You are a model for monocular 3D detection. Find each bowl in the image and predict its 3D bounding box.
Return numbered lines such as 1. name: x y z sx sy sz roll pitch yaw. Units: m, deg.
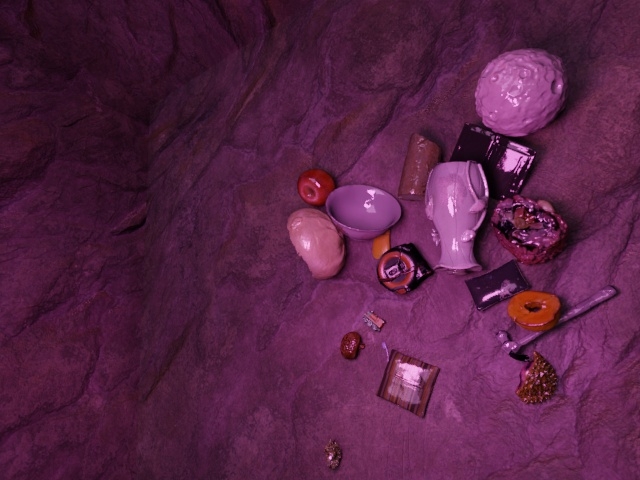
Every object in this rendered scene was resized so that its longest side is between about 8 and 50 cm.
1. bowl: 0.189 -0.101 1.942 0.345 0.346 0.157 45 145 34

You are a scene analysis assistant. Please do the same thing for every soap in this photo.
1. soap: 0.284 0.005 1.956 0.089 0.033 0.168 -7 70 31

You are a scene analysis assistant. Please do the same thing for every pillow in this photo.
1. pillow: 0.354 0.581 1.719 0.212 0.052 0.208 17 84 30
2. pillow: 0.684 0.175 1.633 0.208 0.055 0.141 -29 55 22

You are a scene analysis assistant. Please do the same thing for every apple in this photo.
1. apple: -0.017 -0.274 2.140 0.201 0.201 0.162 -1 31 33

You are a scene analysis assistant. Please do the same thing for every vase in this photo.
1. vase: 0.549 -0.085 1.685 0.250 0.250 0.444 -2 81 32

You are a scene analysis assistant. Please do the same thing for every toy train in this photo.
1. toy train: 0.237 0.359 1.874 0.103 0.044 0.064 38 94 33

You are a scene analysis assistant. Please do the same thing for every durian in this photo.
1. durian: 0.754 0.492 1.457 0.119 0.108 0.186 27 91 36

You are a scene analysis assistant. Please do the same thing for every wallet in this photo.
1. wallet: 0.693 -0.320 1.729 0.323 0.041 0.247 32 120 30

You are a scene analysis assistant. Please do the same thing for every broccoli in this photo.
1. broccoli: 0.051 0.915 1.795 0.095 0.092 0.097 39 80 22

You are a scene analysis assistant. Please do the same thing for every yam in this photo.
1. yam: 0.447 -0.323 1.875 0.168 0.168 0.304 10 82 35

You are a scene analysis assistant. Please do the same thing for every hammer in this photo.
1. hammer: 0.839 0.281 1.491 0.427 0.044 0.152 -37 28 11

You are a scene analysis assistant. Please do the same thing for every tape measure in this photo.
1. tape measure: 0.351 0.124 1.815 0.223 0.135 0.202 -40 67 23

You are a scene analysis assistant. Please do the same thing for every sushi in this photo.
1. sushi: 0.781 -0.056 1.572 0.236 0.171 0.270 -44 52 15

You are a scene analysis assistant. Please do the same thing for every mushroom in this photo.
1. mushroom: 0.135 0.470 1.878 0.109 0.085 0.126 4 73 34

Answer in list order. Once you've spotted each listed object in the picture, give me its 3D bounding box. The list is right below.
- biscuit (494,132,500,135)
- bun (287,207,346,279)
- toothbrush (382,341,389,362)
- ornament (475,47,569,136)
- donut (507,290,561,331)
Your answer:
1. biscuit: 0.698 -0.381 1.799 0.192 0.049 0.191 -5 81 31
2. bun: 0.003 -0.001 1.968 0.202 0.364 0.364 -29 61 10
3. toothbrush: 0.295 0.533 1.799 0.019 0.013 0.193 -27 62 31
4. ornament: 0.780 -0.565 1.634 0.337 0.337 0.336 -10 70 30
5. donut: 0.771 0.256 1.507 0.162 0.065 0.178 -45 27 -16
